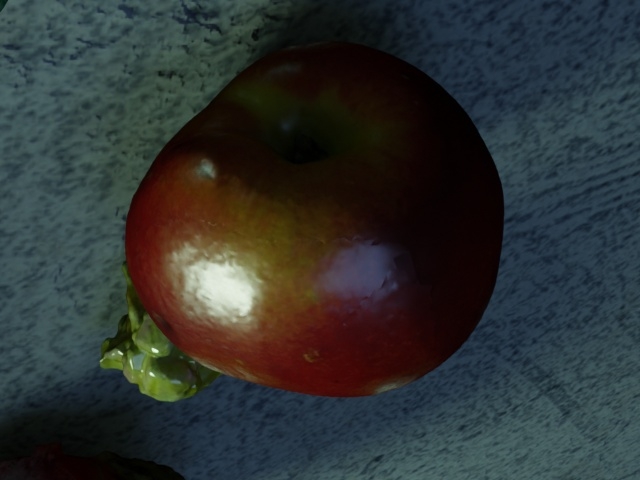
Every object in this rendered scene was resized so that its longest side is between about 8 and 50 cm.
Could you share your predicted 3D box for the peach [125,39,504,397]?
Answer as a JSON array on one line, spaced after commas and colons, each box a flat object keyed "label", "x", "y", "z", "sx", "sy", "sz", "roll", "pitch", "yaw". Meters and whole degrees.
[{"label": "peach", "x": 0.000, "y": 0.000, "z": 0.837, "sx": 0.243, "sy": 0.199, "sz": 0.243, "roll": -17, "pitch": 144, "yaw": -13}]

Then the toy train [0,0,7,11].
[{"label": "toy train", "x": -0.196, "y": -0.149, "z": 0.580, "sx": 0.178, "sy": 0.138, "sz": 0.330, "roll": 11, "pitch": 129, "yaw": -48}]

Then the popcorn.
[{"label": "popcorn", "x": -0.102, "y": 0.062, "z": 0.942, "sx": 0.097, "sy": 0.089, "sz": 0.109, "roll": -57, "pitch": 154, "yaw": -12}]

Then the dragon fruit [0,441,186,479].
[{"label": "dragon fruit", "x": -0.184, "y": 0.297, "z": 1.038, "sx": 0.269, "sy": 0.250, "sz": 0.291, "roll": -41, "pitch": 141, "yaw": -17}]
